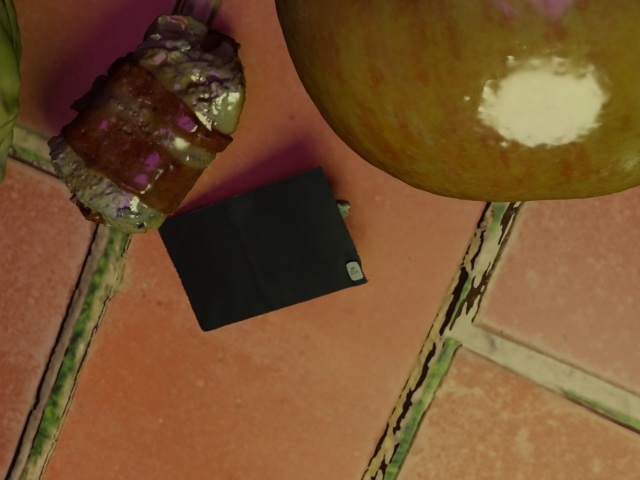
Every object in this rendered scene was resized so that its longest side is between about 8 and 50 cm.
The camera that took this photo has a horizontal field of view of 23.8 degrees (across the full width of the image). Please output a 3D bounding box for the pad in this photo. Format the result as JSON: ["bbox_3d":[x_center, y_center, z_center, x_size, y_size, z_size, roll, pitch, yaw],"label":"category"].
[{"bbox_3d":[-0.056,0.011,1.401,0.193,0.004,0.116,-17,99,30],"label":"pad"}]

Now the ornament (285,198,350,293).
[{"bbox_3d":[-0.002,0.003,1.398,0.068,0.041,0.092,2,112,16],"label":"ornament"}]

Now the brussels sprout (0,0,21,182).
[{"bbox_3d":[-0.384,-0.172,1.305,0.242,0.274,0.317,-16,97,6],"label":"brussels sprout"}]

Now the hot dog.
[{"bbox_3d":[-0.149,-0.103,1.374,0.213,0.103,0.146,-44,71,7],"label":"hot dog"}]

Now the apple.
[{"bbox_3d":[0.165,-0.195,1.144,0.400,0.400,0.334,-22,107,14],"label":"apple"}]
